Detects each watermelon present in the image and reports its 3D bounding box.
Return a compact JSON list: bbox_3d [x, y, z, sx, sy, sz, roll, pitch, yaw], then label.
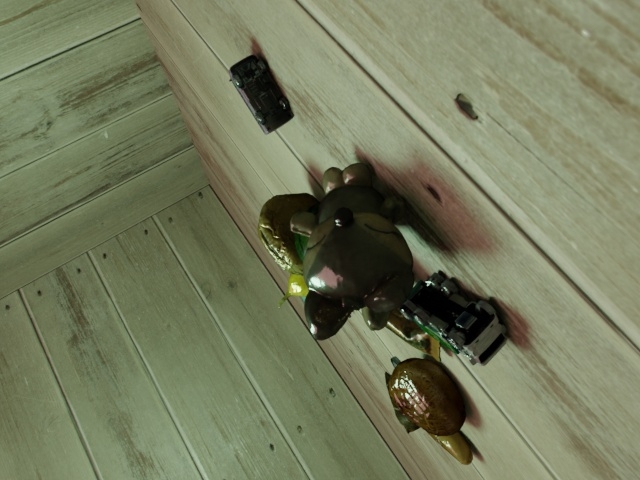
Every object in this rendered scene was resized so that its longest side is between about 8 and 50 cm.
[{"bbox_3d":[0.001,0.006,1.242,0.204,0.127,0.232,29,-137,-60],"label":"watermelon"}]

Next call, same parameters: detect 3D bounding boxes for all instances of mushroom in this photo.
[{"bbox_3d":[0.313,0.463,1.358,0.253,0.153,0.253,42,156,24],"label":"mushroom"}]

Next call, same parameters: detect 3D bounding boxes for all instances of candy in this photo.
[{"bbox_3d":[0.220,0.209,1.231,0.271,0.101,0.143,42,166,32],"label":"candy"}]

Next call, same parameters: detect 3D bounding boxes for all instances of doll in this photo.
[{"bbox_3d":[0.111,0.056,1.000,0.378,0.252,0.382,43,-145,-37],"label":"doll"}]

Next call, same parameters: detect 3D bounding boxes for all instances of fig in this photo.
[{"bbox_3d":[-0.089,0.194,1.956,0.159,0.257,0.159,46,176,4],"label":"fig"}]

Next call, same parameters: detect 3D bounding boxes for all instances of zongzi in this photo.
[{"bbox_3d":[0.305,0.552,1.673,0.241,0.111,0.248,58,163,29],"label":"zongzi"}]

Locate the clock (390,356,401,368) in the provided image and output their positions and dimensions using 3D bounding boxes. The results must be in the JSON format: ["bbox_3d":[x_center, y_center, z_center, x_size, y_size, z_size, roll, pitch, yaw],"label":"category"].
[{"bbox_3d":[0.290,0.467,1.702,0.085,0.017,0.085,53,165,21],"label":"clock"}]

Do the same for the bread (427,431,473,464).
[{"bbox_3d":[0.428,0.658,1.519,0.114,0.077,0.189,43,175,-30],"label":"bread"}]

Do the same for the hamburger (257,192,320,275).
[{"bbox_3d":[-0.057,-0.024,1.398,0.265,0.285,0.134,54,131,15],"label":"hamburger"}]

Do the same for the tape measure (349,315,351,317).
[{"bbox_3d":[0.074,0.253,1.872,0.125,0.074,0.118,46,161,34],"label":"tape measure"}]

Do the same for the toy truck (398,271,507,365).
[{"bbox_3d":[0.262,0.158,0.953,0.124,0.114,0.253,50,171,-29],"label":"toy truck"}]

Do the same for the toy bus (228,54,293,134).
[{"bbox_3d":[-0.164,-0.395,1.261,0.199,0.096,0.108,58,171,-11],"label":"toy bus"}]

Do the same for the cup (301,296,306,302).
[{"bbox_3d":[-0.022,0.254,2.095,0.236,0.134,0.148,61,163,-7],"label":"cup"}]
